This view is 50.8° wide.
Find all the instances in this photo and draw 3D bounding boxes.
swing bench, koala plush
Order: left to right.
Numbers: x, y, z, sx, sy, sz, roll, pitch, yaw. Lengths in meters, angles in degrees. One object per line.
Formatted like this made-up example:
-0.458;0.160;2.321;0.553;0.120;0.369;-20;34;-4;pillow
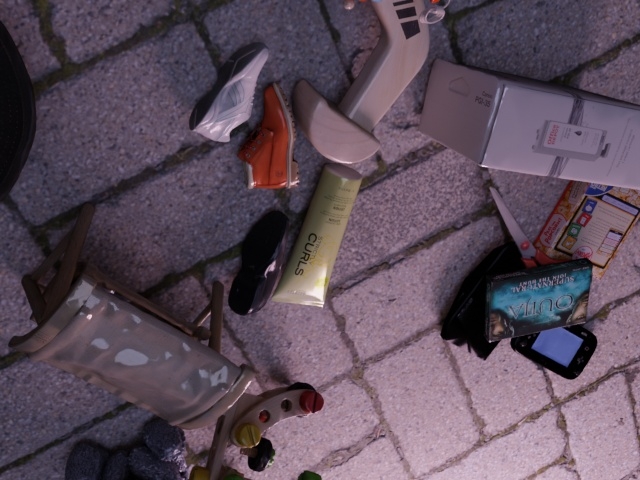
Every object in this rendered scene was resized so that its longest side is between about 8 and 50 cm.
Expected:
-0.253;0.116;0.900;0.253;0.255;0.165;37;99;-29;swing bench
-0.281;0.438;1.061;0.196;0.221;0.203;-17;119;-10;koala plush

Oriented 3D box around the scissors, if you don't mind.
0.347;0.026;1.145;0.297;0.021;0.109;35;105;-29;scissors

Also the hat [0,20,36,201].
-0.480;-0.162;0.765;0.331;0.134;0.331;-1;98;-9;hat

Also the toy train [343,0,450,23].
0.102;-0.297;0.748;0.166;0.046;0.125;-2;162;-46;toy train

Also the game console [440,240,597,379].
0.396;0.151;1.255;0.361;0.044;0.213;28;103;-28;game console

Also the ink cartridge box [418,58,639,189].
0.314;-0.171;0.982;0.283;0.207;0.117;5;110;-20;ink cartridge box

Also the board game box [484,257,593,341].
0.376;0.104;1.169;0.186;0.026;0.126;-10;119;-8;board game box

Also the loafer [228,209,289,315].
-0.088;0.034;1.040;0.061;0.062;0.170;8;109;-63;loafer

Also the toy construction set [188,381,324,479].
-0.130;0.328;1.031;0.237;0.309;0.257;27;96;-22;toy construction set

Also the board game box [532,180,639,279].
0.485;-0.039;1.194;0.146;0.045;0.193;19;107;-25;board game box

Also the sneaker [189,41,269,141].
-0.115;-0.201;0.920;0.061;0.054;0.152;29;109;-37;sneaker

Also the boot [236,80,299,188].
-0.078;-0.144;0.953;0.084;0.059;0.158;-7;117;-10;boot

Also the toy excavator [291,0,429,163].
0.105;-0.360;0.841;0.433;0.222;0.445;-31;128;-1;toy excavator

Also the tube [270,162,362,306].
0.000;0.000;1.047;0.070;0.062;0.240;27;114;15;tube
